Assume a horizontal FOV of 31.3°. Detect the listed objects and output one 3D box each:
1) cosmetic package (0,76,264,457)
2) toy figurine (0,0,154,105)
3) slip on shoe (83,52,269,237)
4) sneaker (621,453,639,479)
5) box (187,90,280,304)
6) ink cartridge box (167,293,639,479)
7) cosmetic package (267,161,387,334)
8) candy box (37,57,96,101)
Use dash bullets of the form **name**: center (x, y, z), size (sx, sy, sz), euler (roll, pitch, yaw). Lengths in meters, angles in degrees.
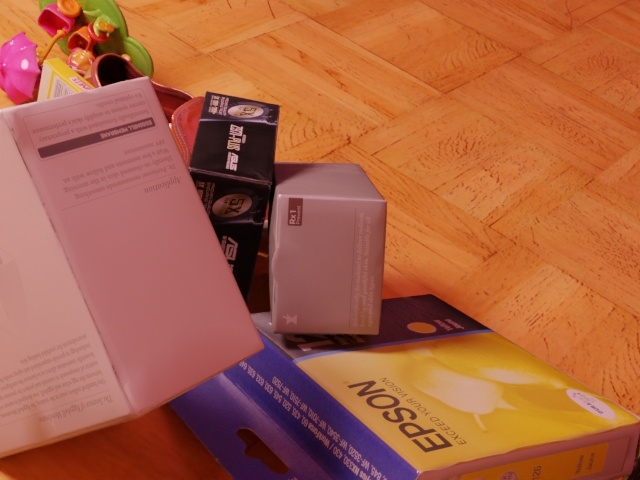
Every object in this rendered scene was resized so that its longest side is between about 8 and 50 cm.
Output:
- **cosmetic package**: center (-0.194, 0.027, 0.870), size (0.138, 0.224, 0.225), euler (-23, 91, -45)
- **toy figurine**: center (-0.308, -0.209, 1.360), size (0.173, 0.130, 0.159), euler (41, 48, -8)
- **slip on shoe**: center (-0.141, -0.103, 1.266), size (0.331, 0.101, 0.123), euler (32, 35, 17)
- **sneaker**: center (0.325, 0.222, 0.894), size (0.185, 0.202, 0.483), euler (37, 33, 1)
- **box**: center (-0.094, -0.027, 1.106), size (0.077, 0.180, 0.147), euler (10, 34, -6)
- **ink cartridge box**: center (0.053, 0.135, 0.972), size (0.307, 0.072, 0.303), euler (-3, 21, -31)
- **cosmetic package**: center (0.000, 0.000, 1.080), size (0.107, 0.127, 0.238), euler (1, 13, -7)
- **candy box**: center (-0.234, -0.099, 1.212), size (0.206, 0.105, 0.027), euler (39, 39, 28)
